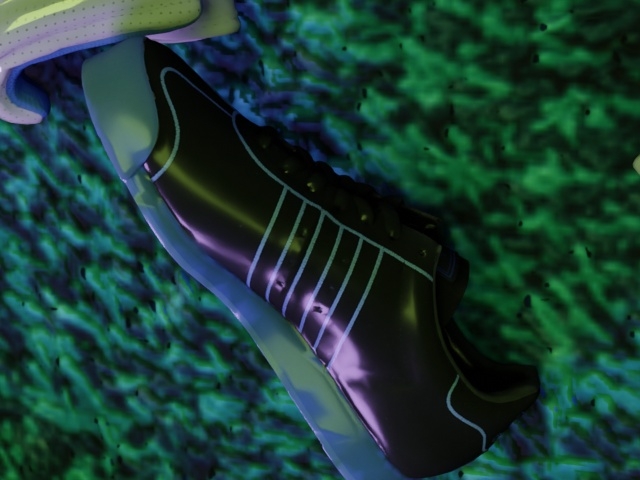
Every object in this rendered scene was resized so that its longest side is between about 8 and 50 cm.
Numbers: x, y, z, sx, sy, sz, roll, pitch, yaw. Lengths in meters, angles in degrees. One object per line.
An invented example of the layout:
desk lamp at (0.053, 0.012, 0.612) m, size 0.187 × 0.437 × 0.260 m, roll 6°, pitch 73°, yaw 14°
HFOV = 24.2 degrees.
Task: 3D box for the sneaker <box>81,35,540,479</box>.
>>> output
sneaker at (0.000, 0.000, 0.620) m, size 0.090 × 0.081 × 0.232 m, roll -33°, pitch 106°, yaw 14°

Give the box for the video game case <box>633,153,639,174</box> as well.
video game case at (0.227, -0.025, 0.578) m, size 0.157 × 0.019 × 0.143 m, roll -41°, pitch 84°, yaw 20°

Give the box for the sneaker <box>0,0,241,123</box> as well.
sneaker at (-0.091, -0.202, 0.630) m, size 0.323 × 0.130 × 0.236 m, roll -44°, pitch 104°, yaw 4°
